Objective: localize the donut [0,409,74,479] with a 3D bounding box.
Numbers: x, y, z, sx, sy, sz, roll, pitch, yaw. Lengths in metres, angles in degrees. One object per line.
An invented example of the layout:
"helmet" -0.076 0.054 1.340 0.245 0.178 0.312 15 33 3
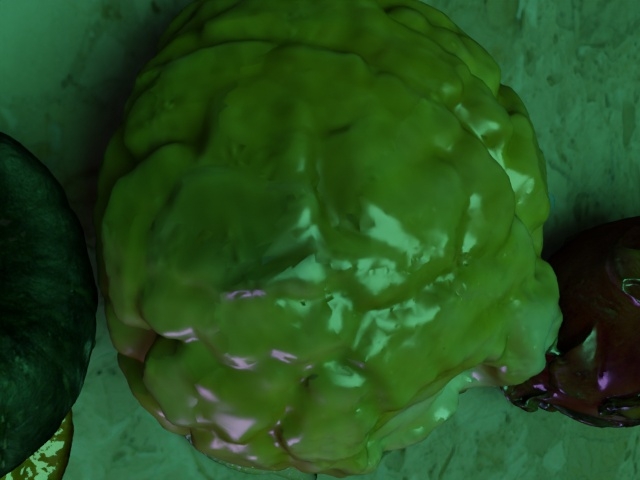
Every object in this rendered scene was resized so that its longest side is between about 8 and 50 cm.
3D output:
"donut" -0.293 0.168 0.981 0.162 0.065 0.178 27 89 -28

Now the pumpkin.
"pumpkin" -0.302 0.039 0.825 0.300 0.207 0.300 10 68 -27

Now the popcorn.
"popcorn" 0.001 -0.020 0.912 0.354 0.344 0.390 -19 103 -70

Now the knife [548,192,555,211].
"knife" 0.113 -0.033 1.189 0.331 0.044 0.080 10 95 -35

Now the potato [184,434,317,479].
"potato" -0.071 0.158 1.120 0.120 0.081 0.149 -9 127 2

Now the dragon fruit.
"dragon fruit" 0.337 0.081 1.232 0.250 0.250 0.315 30 129 -33
